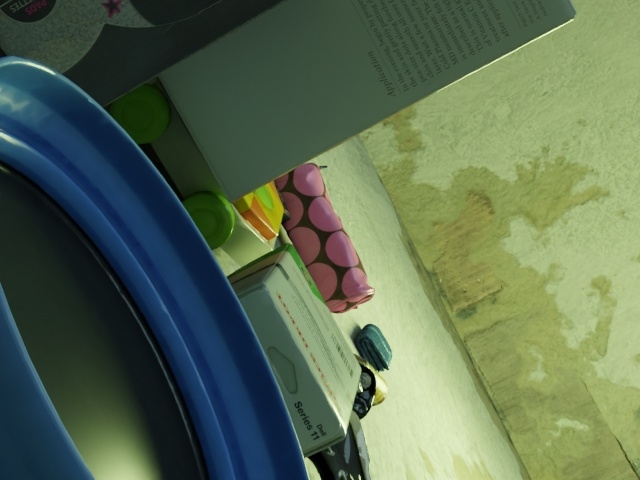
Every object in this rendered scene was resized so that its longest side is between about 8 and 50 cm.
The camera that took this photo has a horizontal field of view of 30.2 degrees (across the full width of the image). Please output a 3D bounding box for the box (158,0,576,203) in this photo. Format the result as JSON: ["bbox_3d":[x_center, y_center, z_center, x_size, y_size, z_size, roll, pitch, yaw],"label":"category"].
[{"bbox_3d":[0.038,-0.199,1.117,0.168,0.345,0.215,62,10,-7],"label":"box"}]

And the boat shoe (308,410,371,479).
[{"bbox_3d":[0.017,0.251,1.103,0.065,0.075,0.206,5,51,-25],"label":"boat shoe"}]

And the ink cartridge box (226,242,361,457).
[{"bbox_3d":[-0.038,0.100,1.074,0.153,0.087,0.208,62,9,-5],"label":"ink cartridge box"}]

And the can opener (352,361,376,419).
[{"bbox_3d":[0.003,0.126,1.366,0.059,0.073,0.186,-31,91,-42],"label":"can opener"}]

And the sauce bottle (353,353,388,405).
[{"bbox_3d":[0.046,0.168,1.476,0.128,0.042,0.042,47,18,-54],"label":"sauce bottle"}]

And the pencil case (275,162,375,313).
[{"bbox_3d":[0.000,0.000,1.569,0.098,0.095,0.209,98,-29,-70],"label":"pencil case"}]

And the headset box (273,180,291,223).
[{"bbox_3d":[-0.071,-0.057,1.501,0.083,0.032,0.062,67,11,22],"label":"headset box"}]

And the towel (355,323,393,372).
[{"bbox_3d":[0.080,0.156,1.725,0.067,0.029,0.119,62,10,0],"label":"towel"}]

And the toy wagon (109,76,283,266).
[{"bbox_3d":[-0.148,-0.138,1.213,0.344,0.068,0.267,60,9,-14],"label":"toy wagon"}]

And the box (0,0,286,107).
[{"bbox_3d":[-0.142,-0.220,0.924,0.163,0.247,0.142,59,9,-18],"label":"box"}]

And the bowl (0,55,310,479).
[{"bbox_3d":[-0.123,0.076,0.726,0.391,0.077,0.391,59,10,-18],"label":"bowl"}]
